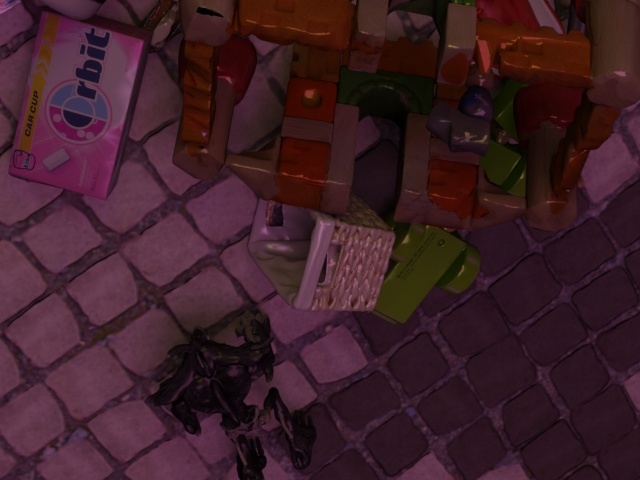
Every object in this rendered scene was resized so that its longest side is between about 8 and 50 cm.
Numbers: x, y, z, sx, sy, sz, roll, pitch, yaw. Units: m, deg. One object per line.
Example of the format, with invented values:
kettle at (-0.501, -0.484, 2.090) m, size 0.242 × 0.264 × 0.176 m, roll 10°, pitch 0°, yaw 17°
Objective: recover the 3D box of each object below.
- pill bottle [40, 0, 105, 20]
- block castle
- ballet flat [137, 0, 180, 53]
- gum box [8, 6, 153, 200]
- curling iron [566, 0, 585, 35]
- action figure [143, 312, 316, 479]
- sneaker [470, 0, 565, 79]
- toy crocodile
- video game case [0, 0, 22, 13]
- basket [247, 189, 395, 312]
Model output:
pill bottle at (-0.195, -0.389, 1.211) m, size 0.188 × 0.188 × 0.334 m, roll 35°, pitch 98°, yaw -27°
block castle at (0.079, -0.189, 1.292) m, size 0.453 × 0.212 × 0.303 m, roll 8°, pitch 148°, yaw -2°
ballet flat at (-0.154, -0.243, 1.370) m, size 0.041 × 0.041 × 0.114 m, roll 34°, pitch 99°, yaw -27°
gum box at (-0.251, -0.140, 1.355) m, size 0.107 × 0.062 × 0.188 m, roll 16°, pitch 108°, yaw -2°
curling iron at (0.312, -0.271, 1.476) m, size 0.068 × 0.035 × 0.274 m, roll 10°, pitch 95°, yaw -25°
action figure at (-0.109, 0.171, 1.510) m, size 0.164 × 0.141 × 0.275 m, roll -29°, pitch 133°, yaw -1°
sneaker at (0.171, -0.266, 1.438) m, size 0.128 × 0.087 × 0.221 m, roll -41°, pitch 117°, yaw 1°
toy crocodile at (0.154, -0.047, 1.526) m, size 0.115 × 0.105 × 0.340 m, roll 24°, pitch 108°, yaw -25°
video game case at (-0.371, -0.272, 1.306) m, size 0.087 × 0.011 × 0.122 m, roll -31°, pitch 118°, yaw -3°
basket at (0.000, 0.000, 1.456) m, size 0.103 × 0.167 × 0.113 m, roll 6°, pitch 111°, yaw -26°
